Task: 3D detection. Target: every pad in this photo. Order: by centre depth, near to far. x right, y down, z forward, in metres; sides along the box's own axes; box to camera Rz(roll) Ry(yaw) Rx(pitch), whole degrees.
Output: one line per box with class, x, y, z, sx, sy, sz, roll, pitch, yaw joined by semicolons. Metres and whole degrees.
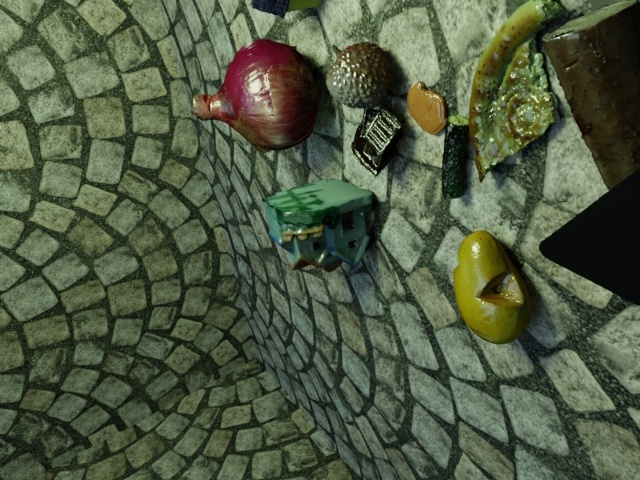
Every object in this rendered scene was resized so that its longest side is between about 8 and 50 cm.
pad;0.548;-0.013;0.702;0.315;0.063;0.375;29;153;2

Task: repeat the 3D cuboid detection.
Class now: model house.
model house;-0.100;-0.694;1.256;0.170;0.211;0.194;60;155;8
model house;0.143;-0.280;1.263;0.165;0.106;0.152;50;153;21
model house;0.000;0.000;1.564;0.252;0.295;0.329;38;140;52

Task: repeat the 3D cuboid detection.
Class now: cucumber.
cucumber;0.300;-0.187;1.102;0.058;0.058;0.187;36;142;46

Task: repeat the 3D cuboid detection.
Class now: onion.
onion;-0.201;-0.429;1.486;0.348;0.385;0.348;168;90;-77

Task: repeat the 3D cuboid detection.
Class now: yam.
yam;0.427;-0.199;0.697;0.279;0.131;0.131;53;159;-21

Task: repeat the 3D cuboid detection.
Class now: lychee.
lychee;0.088;-0.407;1.194;0.197;0.165;0.165;48;154;1

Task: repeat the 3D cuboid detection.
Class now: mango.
mango;0.383;0.107;1.115;0.167;0.130;0.262;-26;84;62

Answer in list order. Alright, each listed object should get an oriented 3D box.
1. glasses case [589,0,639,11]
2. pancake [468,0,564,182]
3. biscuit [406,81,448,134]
glasses case;0.438;-0.347;0.716;0.190;0.042;0.072;65;163;2
pancake;0.357;-0.265;0.925;0.197;0.054;0.376;42;147;40
biscuit;0.247;-0.305;1.141;0.130;0.019;0.102;52;153;25
